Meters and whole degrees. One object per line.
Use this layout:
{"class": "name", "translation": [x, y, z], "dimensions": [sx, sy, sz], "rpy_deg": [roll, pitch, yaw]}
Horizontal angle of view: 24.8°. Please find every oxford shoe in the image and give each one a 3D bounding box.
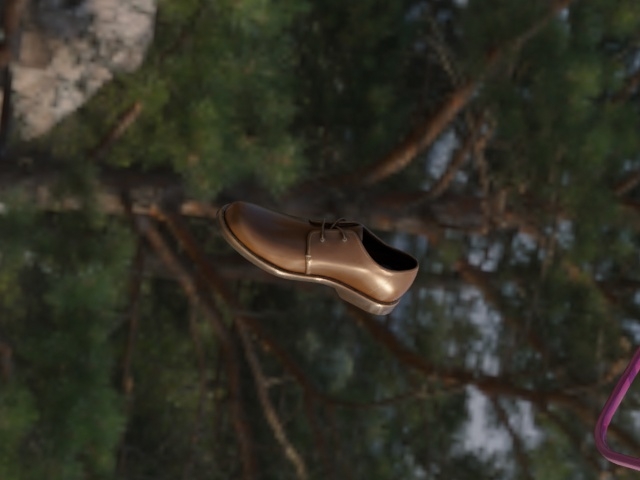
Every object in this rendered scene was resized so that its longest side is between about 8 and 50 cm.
{"class": "oxford shoe", "translation": [0.000, 0.000, 1.427], "dimensions": [0.076, 0.212, 0.076], "rpy_deg": [-51, -152, 39]}

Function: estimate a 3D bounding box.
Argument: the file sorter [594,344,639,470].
{"class": "file sorter", "translation": [0.350, 0.151, 0.939], "dimensions": [0.182, 0.290, 0.202], "rpy_deg": [-56, -153, -14]}
